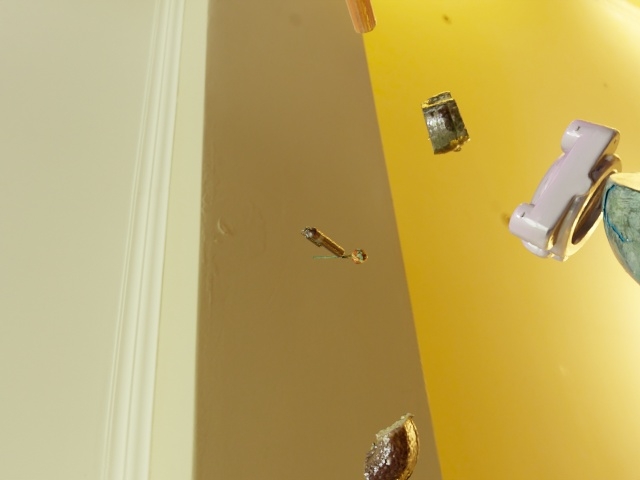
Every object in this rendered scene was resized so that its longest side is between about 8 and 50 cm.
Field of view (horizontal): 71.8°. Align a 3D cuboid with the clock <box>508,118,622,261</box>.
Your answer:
[{"bbox_3d":[0.587,-0.092,1.039,0.113,0.296,0.322,34,-174,37],"label":"clock"}]

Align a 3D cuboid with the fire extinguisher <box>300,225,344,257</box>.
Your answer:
[{"bbox_3d":[0.000,0.000,1.175,0.173,0.049,0.035,36,-101,-44],"label":"fire extinguisher"}]

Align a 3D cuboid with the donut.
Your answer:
[{"bbox_3d":[0.193,0.570,1.169,0.144,0.186,0.126,56,-170,26],"label":"donut"}]

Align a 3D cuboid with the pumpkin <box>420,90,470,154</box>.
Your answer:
[{"bbox_3d":[0.461,-0.417,1.632,0.317,0.139,0.222,-75,-35,-64],"label":"pumpkin"}]

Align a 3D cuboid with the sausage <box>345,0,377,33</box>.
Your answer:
[{"bbox_3d":[0.096,-0.676,1.197,0.071,0.234,0.071,-8,-116,17],"label":"sausage"}]

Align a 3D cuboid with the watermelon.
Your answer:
[{"bbox_3d":[0.485,0.018,0.618,0.188,0.175,0.322,10,-158,3],"label":"watermelon"}]

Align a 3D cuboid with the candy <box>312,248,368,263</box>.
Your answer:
[{"bbox_3d":[0.065,0.052,1.445,0.184,0.049,0.056,-1,-149,-11],"label":"candy"}]
